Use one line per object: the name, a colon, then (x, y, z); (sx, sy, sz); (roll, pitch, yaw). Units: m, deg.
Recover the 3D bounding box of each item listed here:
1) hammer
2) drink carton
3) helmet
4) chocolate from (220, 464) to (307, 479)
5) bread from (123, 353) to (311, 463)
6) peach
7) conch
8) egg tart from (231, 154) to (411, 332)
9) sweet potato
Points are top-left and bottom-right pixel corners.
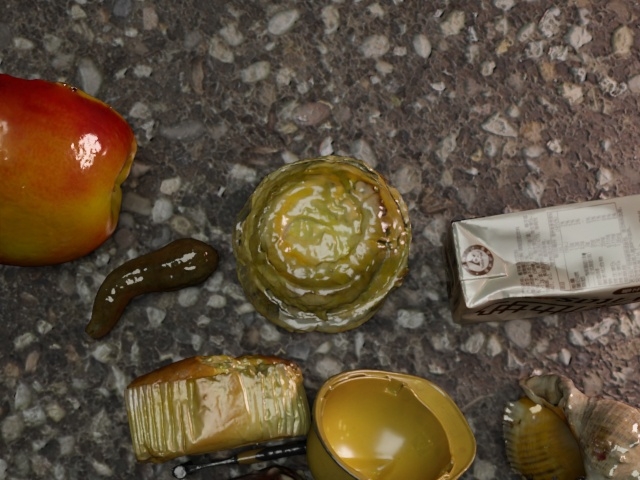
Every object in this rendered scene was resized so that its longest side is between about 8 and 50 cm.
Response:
hammer: (-0.113, 0.313, 1.383); (0.200, 0.078, 0.021); (-9, 81, -10)
drink carton: (0.342, 0.029, 1.339); (0.324, 0.194, 0.132); (-8, 77, 2)
helmet: (0.073, 0.295, 1.329); (0.140, 0.257, 0.205); (-57, 49, 33)
chocolate: (-0.062, 0.449, 1.267); (0.210, 0.225, 0.340); (-20, 61, -5)
bread: (-0.143, 0.229, 1.337); (0.250, 0.179, 0.133); (-10, 75, 1)
peach: (-0.474, -0.105, 1.360); (0.380, 0.306, 0.243); (15, 74, 1)
conch: (0.348, 0.278, 1.319); (0.178, 0.163, 0.245); (-31, 49, -18)
egg tart: (0.000, 0.000, 1.414); (0.278, 0.095, 0.279); (-1, 80, 4)
sweet potato: (-0.259, 0.062, 1.434); (0.233, 0.062, 0.081); (-29, 81, 1)
